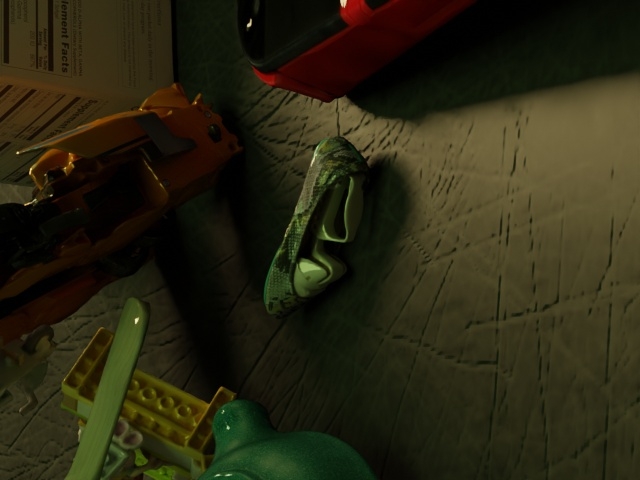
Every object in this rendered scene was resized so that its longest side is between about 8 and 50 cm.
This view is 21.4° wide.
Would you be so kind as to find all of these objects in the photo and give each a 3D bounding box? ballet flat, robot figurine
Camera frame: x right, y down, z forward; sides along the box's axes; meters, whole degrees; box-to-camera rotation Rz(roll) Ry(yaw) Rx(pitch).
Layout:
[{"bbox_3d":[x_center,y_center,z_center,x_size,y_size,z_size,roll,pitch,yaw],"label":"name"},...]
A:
[{"bbox_3d":[0.000,0.000,0.939,0.041,0.041,0.114,48,125,52],"label":"ballet flat"},{"bbox_3d":[-0.189,0.007,1.018,0.085,0.291,0.211,53,135,9],"label":"robot figurine"}]

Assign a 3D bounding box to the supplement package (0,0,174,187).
[{"bbox_3d":[-0.215,-0.194,1.230,0.204,0.145,0.261,-27,61,54],"label":"supplement package"}]

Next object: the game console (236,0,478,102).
[{"bbox_3d":[0.040,-0.285,0.864,0.342,0.060,0.386,159,113,-65],"label":"game console"}]

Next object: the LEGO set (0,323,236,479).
[{"bbox_3d":[-0.090,0.167,0.996,0.287,0.132,0.107,45,149,21],"label":"LEGO set"}]

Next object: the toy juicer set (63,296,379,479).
[{"bbox_3d":[-0.044,0.190,0.860,0.329,0.089,0.209,33,92,45],"label":"toy juicer set"}]
